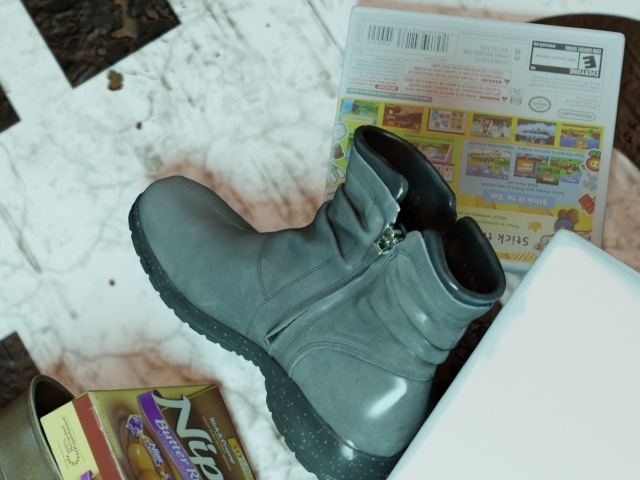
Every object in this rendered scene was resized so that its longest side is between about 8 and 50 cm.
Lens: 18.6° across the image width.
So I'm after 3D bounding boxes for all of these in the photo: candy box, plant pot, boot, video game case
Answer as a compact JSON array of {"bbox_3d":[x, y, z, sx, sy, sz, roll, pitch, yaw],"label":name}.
[{"bbox_3d":[-0.122,0.168,1.474,0.053,0.187,0.109,-29,76,22],"label":"candy box"},{"bbox_3d":[-0.242,0.216,1.497,0.165,0.167,0.167,-31,76,6],"label":"plant pot"},{"bbox_3d":[0.000,0.000,1.453,0.338,0.118,0.222,45,124,32],"label":"boot"},{"bbox_3d":[0.123,-0.080,1.587,0.227,0.026,0.206,7,78,6],"label":"video game case"}]

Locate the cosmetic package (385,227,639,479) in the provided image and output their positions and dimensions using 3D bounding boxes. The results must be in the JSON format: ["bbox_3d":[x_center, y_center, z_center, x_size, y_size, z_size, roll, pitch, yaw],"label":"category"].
[{"bbox_3d":[0.113,0.234,1.416,0.161,0.230,0.453,33,84,11],"label":"cosmetic package"}]
